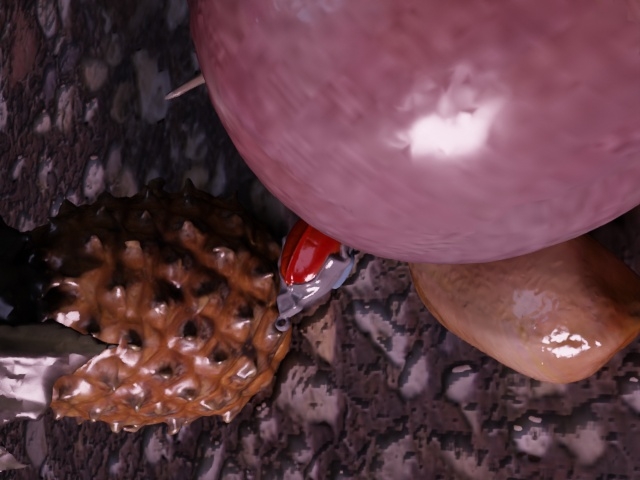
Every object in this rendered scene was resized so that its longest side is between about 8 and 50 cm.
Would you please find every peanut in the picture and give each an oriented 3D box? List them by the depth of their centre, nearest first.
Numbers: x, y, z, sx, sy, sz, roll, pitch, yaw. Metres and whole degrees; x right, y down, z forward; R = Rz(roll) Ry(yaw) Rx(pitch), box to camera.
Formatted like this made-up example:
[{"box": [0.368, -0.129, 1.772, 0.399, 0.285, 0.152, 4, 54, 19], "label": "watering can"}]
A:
[{"box": [0.087, 0.018, 0.547, 0.152, 0.076, 0.076, 26, 104, 48], "label": "peanut"}]

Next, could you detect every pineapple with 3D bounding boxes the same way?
[{"box": [-0.184, 0.046, 0.623, 0.165, 0.364, 0.165, 2, 93, 46], "label": "pineapple"}]

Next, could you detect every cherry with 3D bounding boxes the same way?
[{"box": [0.078, -0.114, 0.454, 0.307, 0.261, 0.221, -27, 103, 15], "label": "cherry"}]

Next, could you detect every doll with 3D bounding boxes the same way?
[{"box": [0.001, 0.000, 0.667, 0.057, 0.039, 0.114, 25, 91, 12], "label": "doll"}]
